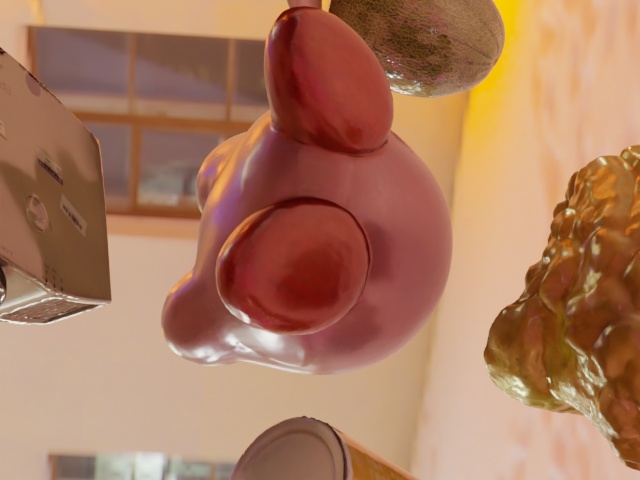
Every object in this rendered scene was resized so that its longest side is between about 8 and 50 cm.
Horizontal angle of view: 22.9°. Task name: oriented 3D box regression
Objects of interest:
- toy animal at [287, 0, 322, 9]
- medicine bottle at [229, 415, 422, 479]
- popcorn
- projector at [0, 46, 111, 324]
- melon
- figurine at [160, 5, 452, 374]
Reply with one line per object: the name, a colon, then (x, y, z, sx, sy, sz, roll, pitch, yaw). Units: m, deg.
toy animal: (-0.064, -0.320, 1.444, 0.256, 0.213, 0.195, -28, -37, -81)
medicine bottle: (0.110, 0.232, 1.023, 0.426, 0.108, 0.108, 37, -137, -42)
popcorn: (0.206, 0.047, 1.054, 0.200, 0.203, 0.226, 12, -115, -71)
projector: (-0.239, -0.043, 1.014, 0.269, 0.088, 0.194, 43, -148, -52)
melon: (0.086, -0.214, 1.543, 0.139, 0.192, 0.139, -59, -13, -23)
figurine: (0.007, -0.001, 1.276, 0.261, 0.211, 0.270, 131, 154, -60)
